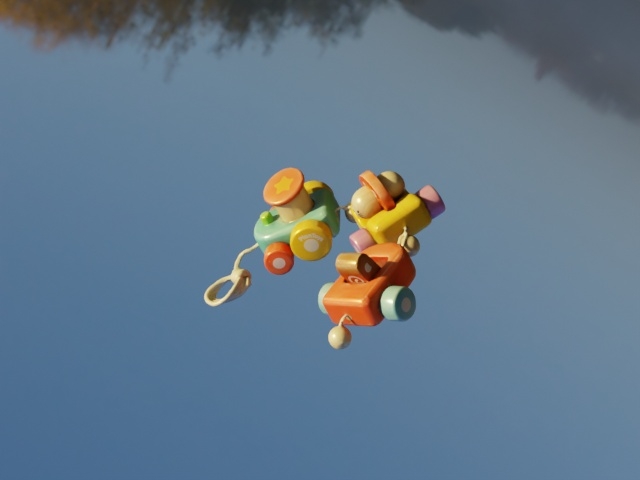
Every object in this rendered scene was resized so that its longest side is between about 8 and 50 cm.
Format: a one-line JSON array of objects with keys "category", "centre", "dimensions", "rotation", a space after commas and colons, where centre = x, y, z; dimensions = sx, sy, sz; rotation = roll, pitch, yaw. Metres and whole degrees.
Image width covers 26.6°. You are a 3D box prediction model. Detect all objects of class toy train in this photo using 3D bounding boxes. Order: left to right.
[{"category": "toy train", "centre": [0.000, 0.000, 0.778], "dimensions": [0.166, 0.125, 0.046], "rotation": [5, 133, 47]}]
